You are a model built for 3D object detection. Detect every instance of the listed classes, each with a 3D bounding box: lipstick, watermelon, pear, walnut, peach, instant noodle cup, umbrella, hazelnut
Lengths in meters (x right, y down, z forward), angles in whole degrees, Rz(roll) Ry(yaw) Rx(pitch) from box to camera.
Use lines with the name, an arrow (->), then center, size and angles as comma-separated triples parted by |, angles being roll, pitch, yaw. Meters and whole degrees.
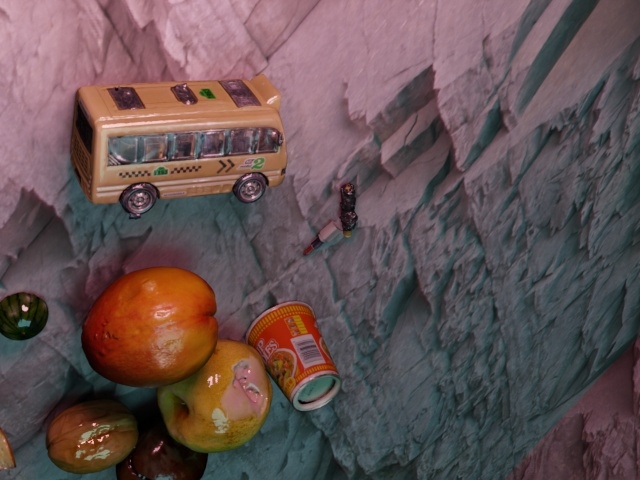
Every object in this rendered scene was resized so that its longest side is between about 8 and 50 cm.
lipstick -> 0.000, 0.000, 2.111 | 0.107, 0.025, 0.025 | -41, 141, 19
watermelon -> -0.581, 0.157, 1.838 | 0.105, 0.062, 0.105 | -16, 133, -18
pear -> -0.233, 0.345, 2.131 | 0.271, 0.271, 0.271 | -19, 139, -18
walnut -> -0.506, 0.437, 2.101 | 0.206, 0.159, 0.159 | -16, 138, -22
peach -> -0.341, 0.174, 1.884 | 0.281, 0.238, 0.281 | -12, 170, -2
instant noodle cup -> -0.050, 0.281, 2.214 | 0.193, 0.212, 0.193 | -19, 139, -18
umbrella -> 0.062, -0.065, 2.075 | 0.144, 0.040, 0.037 | 89, 24, -45
hazelnut -> -0.384, 0.505, 2.233 | 0.234, 0.218, 0.218 | -55, 152, -32

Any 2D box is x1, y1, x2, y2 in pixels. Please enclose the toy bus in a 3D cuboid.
toy bus -> -0.239, -0.176, 1.647 | 0.365, 0.177, 0.202 | -8, 128, -27

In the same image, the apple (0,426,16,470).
apple -> -0.783, 0.406, 1.854 | 0.346, 0.179, 0.254 | -8, 137, -14
